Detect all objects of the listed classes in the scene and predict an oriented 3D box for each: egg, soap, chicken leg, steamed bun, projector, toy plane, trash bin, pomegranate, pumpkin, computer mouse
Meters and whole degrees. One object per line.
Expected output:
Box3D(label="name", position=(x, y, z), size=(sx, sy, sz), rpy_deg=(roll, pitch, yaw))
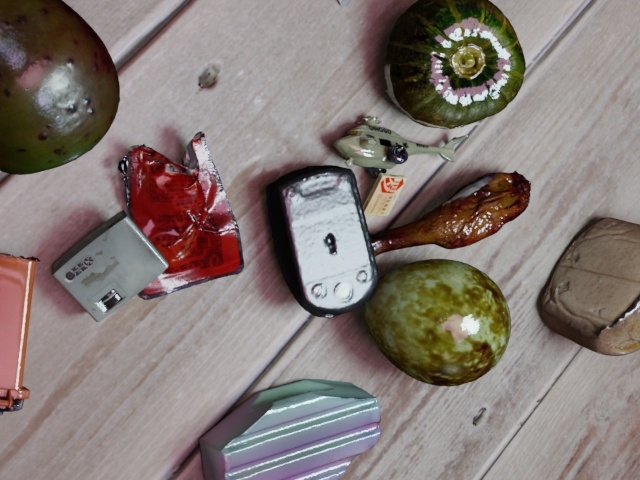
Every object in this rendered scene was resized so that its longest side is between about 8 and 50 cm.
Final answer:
Box3D(label="egg", position=(0.216, 0.150, 1.713), size=(0.290, 0.238, 0.238), rpy_deg=(11, 91, -28))
Box3D(label="soap", position=(-0.049, 0.363, 1.667), size=(0.324, 0.109, 0.192), rpy_deg=(-12, 103, -27))
Box3D(label="chicken leg", position=(0.247, -0.046, 1.755), size=(0.407, 0.158, 0.095), rpy_deg=(-23, 114, -21))
Box3D(label="steamed bun", position=(0.641, 0.118, 1.962), size=(0.301, 0.252, 0.199), rpy_deg=(-51, 128, -10))
Box3D(label="projector", position=(-0.336, 0.040, 1.468), size=(0.147, 0.061, 0.115), rpy_deg=(-38, 113, -3))
Box3D(label="toy plane", position=(0.149, -0.176, 1.724), size=(0.287, 0.092, 0.108), rpy_deg=(3, 70, -28))
Box3D(label="trash bin", position=(-0.499, 0.130, 1.343), size=(0.161, 0.184, 0.238), rpy_deg=(12, 85, -31))
Box3D(label="pomegranate", position=(-0.442, -0.195, 1.281), size=(0.291, 0.291, 0.323), rpy_deg=(34, 86, -29))
Box3D(label="pumpkin", position=(0.242, -0.336, 1.697), size=(0.261, 0.189, 0.260), rpy_deg=(-4, 109, -10))
Box3D(label="computer mouse", position=(0.000, 0.000, 1.647), size=(0.170, 0.100, 0.269), rpy_deg=(-15, 97, -26))

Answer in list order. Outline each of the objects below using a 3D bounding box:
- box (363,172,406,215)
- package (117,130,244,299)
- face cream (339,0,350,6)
Box3D(label="box", position=(0.119, -0.086, 1.725), size=(0.058, 0.015, 0.093), rpy_deg=(1, 131, -31))
Box3D(label="package", position=(-0.232, -0.042, 1.531), size=(0.194, 0.071, 0.269), rpy_deg=(-11, 107, -13))
Box3D(label="face cream", position=(0.014, -0.530, 1.613), size=(0.114, 0.070, 0.224), rpy_deg=(-52, 130, -13))
